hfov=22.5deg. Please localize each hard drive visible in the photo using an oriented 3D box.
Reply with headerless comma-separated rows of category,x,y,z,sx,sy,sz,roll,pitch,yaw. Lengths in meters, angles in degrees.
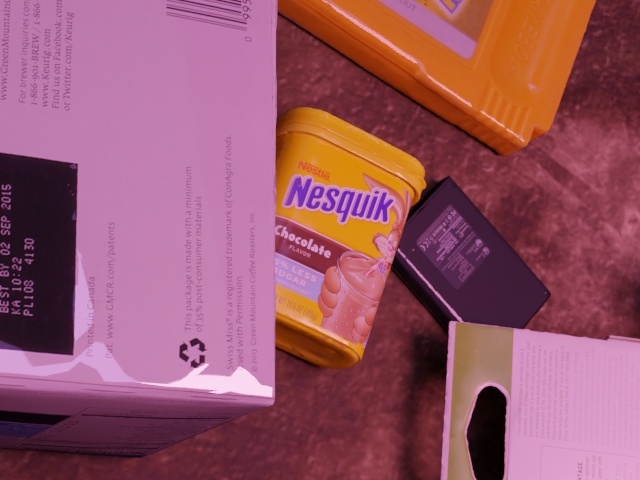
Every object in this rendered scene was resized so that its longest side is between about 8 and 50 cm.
hard drive,0.121,0.026,1.330,0.135,0.022,0.094,48,59,-7

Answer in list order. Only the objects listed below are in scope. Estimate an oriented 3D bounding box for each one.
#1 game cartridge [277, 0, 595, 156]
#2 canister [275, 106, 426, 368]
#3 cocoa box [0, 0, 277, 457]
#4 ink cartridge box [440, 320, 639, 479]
game cartridge,0.099,-0.263,1.394,0.323,0.052,0.285,30,63,-16
canister,0.000,0.000,1.244,0.126,0.073,0.170,26,66,-16
cocoa box,-0.177,-0.045,1.071,0.231,0.228,0.347,8,71,-27
ink cartridge box,0.211,0.175,1.294,0.255,0.097,0.189,8,70,-8
